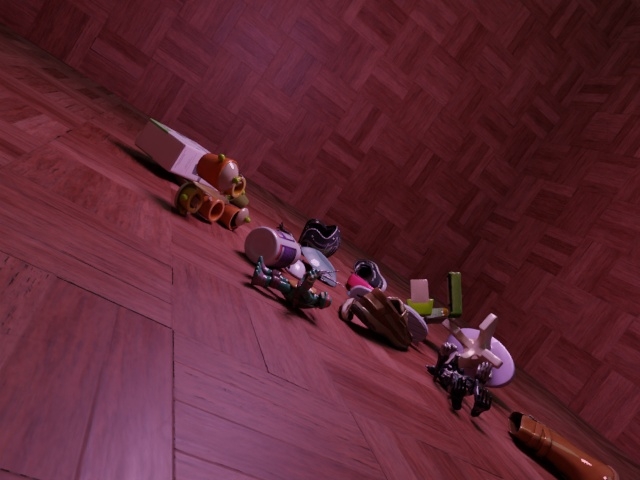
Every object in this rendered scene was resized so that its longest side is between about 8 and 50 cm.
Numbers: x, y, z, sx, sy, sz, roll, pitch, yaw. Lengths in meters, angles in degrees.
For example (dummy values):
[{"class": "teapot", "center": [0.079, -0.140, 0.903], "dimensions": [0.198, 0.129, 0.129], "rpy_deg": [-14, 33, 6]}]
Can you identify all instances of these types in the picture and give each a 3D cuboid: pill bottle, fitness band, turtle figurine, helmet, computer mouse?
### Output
[{"class": "pill bottle", "center": [-0.131, 0.026, 1.440], "dimensions": [0.108, 0.108, 0.193], "rpy_deg": [36, 6, 22]}, {"class": "fitness band", "center": [0.204, 0.206, 1.992], "dimensions": [0.209, 0.054, 0.291], "rpy_deg": [36, 0, 4]}, {"class": "turtle figurine", "center": [-0.049, 0.108, 1.200], "dimensions": [0.234, 0.118, 0.175], "rpy_deg": [18, -7, -7]}, {"class": "helmet", "center": [0.000, 0.000, 2.054], "dimensions": [0.161, 0.169, 0.169], "rpy_deg": [25, 7, -8]}, {"class": "computer mouse", "center": [-0.083, 0.076, 1.616], "dimensions": [0.106, 0.042, 0.193], "rpy_deg": [33, 6, -19]}]

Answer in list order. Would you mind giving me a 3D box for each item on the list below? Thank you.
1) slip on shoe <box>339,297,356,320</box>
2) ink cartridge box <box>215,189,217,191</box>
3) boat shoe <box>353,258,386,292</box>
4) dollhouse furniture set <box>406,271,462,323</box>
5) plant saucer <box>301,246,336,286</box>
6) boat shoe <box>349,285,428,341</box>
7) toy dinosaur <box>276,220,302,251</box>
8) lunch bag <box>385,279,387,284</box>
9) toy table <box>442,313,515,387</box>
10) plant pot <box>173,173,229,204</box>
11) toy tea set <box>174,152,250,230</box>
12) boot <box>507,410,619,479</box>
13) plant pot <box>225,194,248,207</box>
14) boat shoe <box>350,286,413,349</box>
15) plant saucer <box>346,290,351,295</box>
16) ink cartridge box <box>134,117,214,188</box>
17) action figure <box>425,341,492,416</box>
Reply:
[{"class": "slip on shoe", "center": [0.075, 0.206, 1.465], "dimensions": [0.135, 0.041, 0.051], "rpy_deg": [-44, 120, -71]}, {"class": "ink cartridge box", "center": [-0.480, -0.276, 2.054], "dimensions": [0.143, 0.090, 0.092], "rpy_deg": [37, 6, 38]}, {"class": "boat shoe", "center": [0.216, 0.150, 2.314], "dimensions": [0.091, 0.114, 0.302], "rpy_deg": [38, 3, -26]}, {"class": "dollhouse furniture set", "center": [0.419, 0.230, 1.873], "dimensions": [0.197, 0.151, 0.301], "rpy_deg": [-2, -18, 8]}, {"class": "plant saucer", "center": [0.006, 0.086, 1.817], "dimensions": [0.195, 0.037, 0.195], "rpy_deg": [47, 8, -9]}, {"class": "boat shoe", "center": [0.244, 0.242, 1.721], "dimensions": [0.302, 0.109, 0.094], "rpy_deg": [33, 14, 13]}, {"class": "toy dinosaur", "center": [-0.132, -0.007, 1.950], "dimensions": [0.118, 0.064, 0.268], "rpy_deg": [48, 2, -14]}, {"class": "lunch bag", "center": [0.267, 0.207, 2.381], "dimensions": [0.098, 0.065, 0.067], "rpy_deg": [37, 22, 15]}, {"class": "toy table", "center": [0.542, 0.386, 1.733], "dimensions": [0.274, 0.252, 0.161], "rpy_deg": [22, -21, 43]}, {"class": "plant pot", "center": [-0.450, -0.192, 1.832], "dimensions": [0.236, 0.032, 0.236], "rpy_deg": [33, 5, -3]}, {"class": "toy tea set", "center": [-0.277, -0.126, 1.465], "dimensions": [0.124, 0.200, 0.336], "rpy_deg": [27, -2, 19]}, {"class": "boot", "center": [0.626, 0.554, 1.296], "dimensions": [0.220, 0.109, 0.283], "rpy_deg": [36, 4, 5]}, {"class": "plant pot", "center": [-0.352, -0.180, 2.111], "dimensions": [0.079, 0.083, 0.083], "rpy_deg": [47, -4, -42]}, {"class": "boat shoe", "center": [0.217, 0.236, 1.495], "dimensions": [0.122, 0.120, 0.324], "rpy_deg": [41, 1, 39]}, {"class": "plant saucer", "center": [0.153, 0.221, 1.843], "dimensions": [0.119, 0.021, 0.119], "rpy_deg": [34, 5, -4]}, {"class": "ink cartridge box", "center": [-0.497, -0.308, 1.788], "dimensions": [0.198, 0.115, 0.273], "rpy_deg": [36, 6, 21]}, {"class": "action figure", "center": [0.395, 0.374, 1.373], "dimensions": [0.164, 0.141, 0.276], "rpy_deg": [22, 8, -1]}]
